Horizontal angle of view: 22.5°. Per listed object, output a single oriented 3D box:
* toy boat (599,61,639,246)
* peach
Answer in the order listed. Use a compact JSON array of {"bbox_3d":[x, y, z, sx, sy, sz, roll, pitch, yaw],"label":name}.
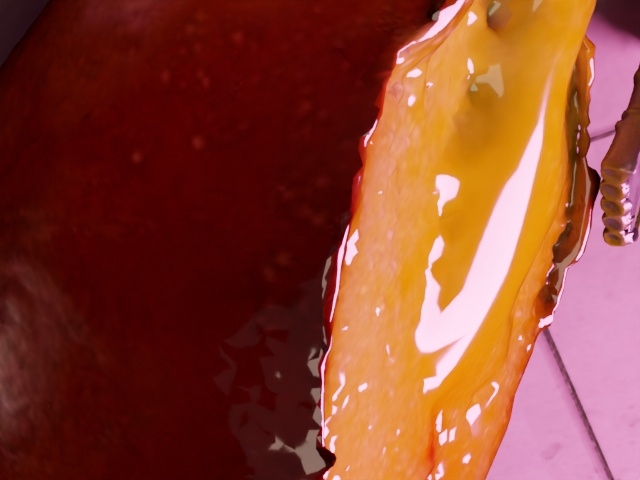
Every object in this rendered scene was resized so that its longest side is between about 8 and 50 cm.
[{"bbox_3d":[0.145,-0.059,0.713,0.016,0.115,0.063,11,148,18],"label":"toy boat"},{"bbox_3d":[0.000,0.000,0.634,0.281,0.281,0.338,21,131,-34],"label":"peach"}]
